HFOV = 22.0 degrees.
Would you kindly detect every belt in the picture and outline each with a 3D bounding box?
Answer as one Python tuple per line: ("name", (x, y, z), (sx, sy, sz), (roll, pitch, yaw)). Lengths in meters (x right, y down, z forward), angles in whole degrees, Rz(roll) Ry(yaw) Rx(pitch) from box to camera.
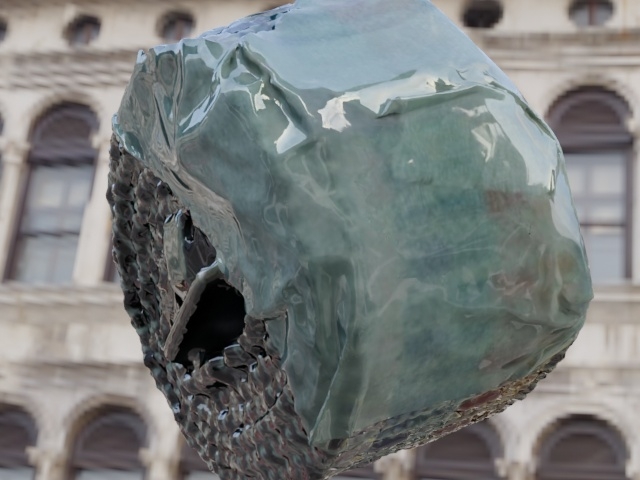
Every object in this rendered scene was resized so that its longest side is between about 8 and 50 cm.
("belt", (0.000, 0.000, 0.737), (0.150, 0.207, 0.257), (-21, -18, -25))
